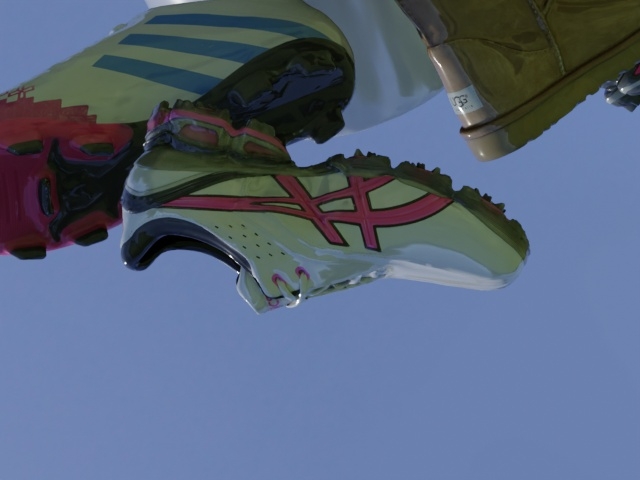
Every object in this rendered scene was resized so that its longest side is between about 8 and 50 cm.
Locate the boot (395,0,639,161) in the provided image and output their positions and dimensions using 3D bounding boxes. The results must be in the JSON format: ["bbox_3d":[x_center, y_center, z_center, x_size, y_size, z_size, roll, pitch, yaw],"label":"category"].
[{"bbox_3d":[0.118,-0.219,1.030,0.236,0.089,0.270,-39,-74,-32],"label":"boot"}]

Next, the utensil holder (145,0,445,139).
[{"bbox_3d":[-0.035,-0.317,1.295,0.385,0.327,0.328,67,-163,-47],"label":"utensil holder"}]

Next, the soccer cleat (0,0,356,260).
[{"bbox_3d":[-0.139,-0.088,1.101,0.331,0.116,0.143,-19,-137,-14],"label":"soccer cleat"}]

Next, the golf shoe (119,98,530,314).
[{"bbox_3d":[0.000,0.000,0.722,0.186,0.067,0.086,14,-106,10],"label":"golf shoe"}]

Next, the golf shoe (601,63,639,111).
[{"bbox_3d":[0.298,-0.236,1.323,0.120,0.105,0.273,42,-112,2],"label":"golf shoe"}]
